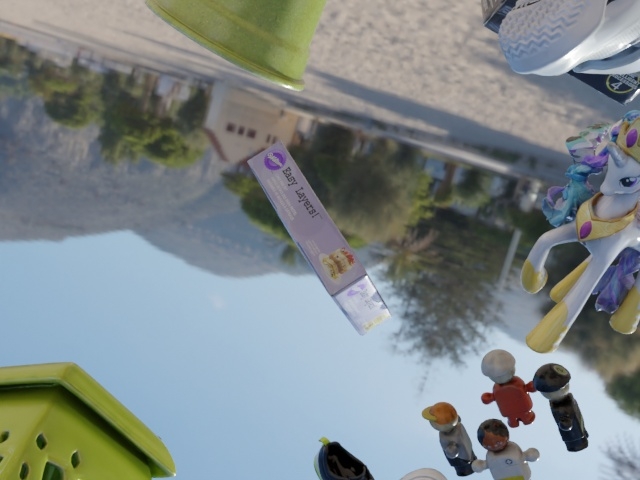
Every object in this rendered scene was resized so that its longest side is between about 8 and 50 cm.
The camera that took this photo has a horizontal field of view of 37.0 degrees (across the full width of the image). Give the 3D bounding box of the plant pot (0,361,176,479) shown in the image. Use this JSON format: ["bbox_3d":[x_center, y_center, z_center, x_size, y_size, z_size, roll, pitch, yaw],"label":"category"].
[{"bbox_3d":[-0.295,0.253,0.971,0.227,0.207,0.228,-10,134,33],"label":"plant pot"}]

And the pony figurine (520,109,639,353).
[{"bbox_3d":[0.458,-0.024,1.360,0.351,0.363,0.303,-6,-138,-34],"label":"pony figurine"}]

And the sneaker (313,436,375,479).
[{"bbox_3d":[0.066,0.452,1.704,0.084,0.097,0.235,-33,-114,-27],"label":"sneaker"}]

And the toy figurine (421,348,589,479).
[{"bbox_3d":[0.294,0.284,1.524,0.209,0.148,0.213,-32,-160,-20],"label":"toy figurine"}]

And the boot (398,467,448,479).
[{"bbox_3d":[0.098,0.463,1.457,0.095,0.258,0.123,39,-160,6],"label":"boot"}]

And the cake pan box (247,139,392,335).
[{"bbox_3d":[0.000,0.000,1.460,0.267,0.070,0.246,57,178,24],"label":"cake pan box"}]

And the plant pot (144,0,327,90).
[{"bbox_3d":[-0.083,-0.403,1.437,0.276,0.254,0.276,29,-166,-8],"label":"plant pot"}]

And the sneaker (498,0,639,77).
[{"bbox_3d":[0.326,-0.183,0.898,0.366,0.210,0.137,-34,-168,-35],"label":"sneaker"}]

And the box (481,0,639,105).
[{"bbox_3d":[0.428,-0.456,1.724,0.318,0.097,0.395,23,-136,-19],"label":"box"}]

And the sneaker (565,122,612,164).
[{"bbox_3d":[0.496,-0.170,1.750,0.098,0.069,0.038,-25,-159,-9],"label":"sneaker"}]
